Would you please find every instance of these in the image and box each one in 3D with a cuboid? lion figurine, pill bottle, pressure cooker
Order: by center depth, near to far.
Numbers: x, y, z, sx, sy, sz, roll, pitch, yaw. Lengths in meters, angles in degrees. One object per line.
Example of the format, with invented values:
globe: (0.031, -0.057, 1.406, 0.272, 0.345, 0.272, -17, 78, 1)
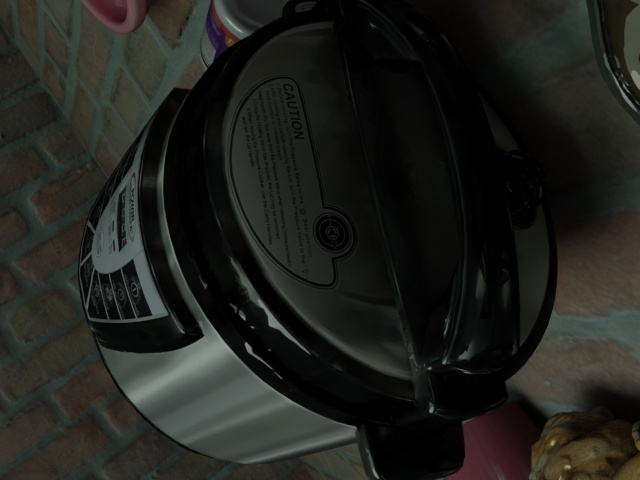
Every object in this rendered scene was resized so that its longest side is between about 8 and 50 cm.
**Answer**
lion figurine: (0.369, 0.286, 0.646, 0.392, 0.142, 0.240, 45, 147, 36)
pressure cooker: (0.005, -0.002, 0.652, 0.370, 0.375, 0.420, 45, 143, -8)
pill bottle: (-0.090, -0.249, 0.861, 0.108, 0.108, 0.193, 54, 159, 1)

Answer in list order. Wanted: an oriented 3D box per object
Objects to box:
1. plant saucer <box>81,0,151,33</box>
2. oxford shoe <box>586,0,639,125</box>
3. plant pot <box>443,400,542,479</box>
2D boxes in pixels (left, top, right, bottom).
plant saucer: (-0.355, -0.491, 1.083, 0.332, 0.084, 0.332, 45, 157, 24)
oxford shoe: (0.217, -0.142, 0.420, 0.227, 0.083, 0.096, 58, 156, -11)
plant pot: (0.248, 0.323, 0.922, 0.180, 0.201, 0.201, 62, 163, 23)
